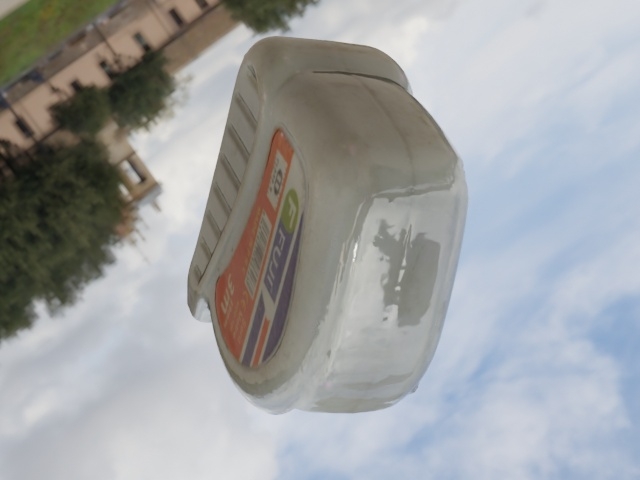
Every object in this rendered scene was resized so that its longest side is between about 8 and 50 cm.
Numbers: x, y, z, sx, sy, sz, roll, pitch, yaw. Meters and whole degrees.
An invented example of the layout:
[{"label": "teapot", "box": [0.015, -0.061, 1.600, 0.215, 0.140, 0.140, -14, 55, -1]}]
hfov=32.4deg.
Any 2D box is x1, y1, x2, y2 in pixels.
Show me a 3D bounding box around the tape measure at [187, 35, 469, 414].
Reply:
[{"label": "tape measure", "box": [0.000, 0.000, 0.801, 0.130, 0.258, 0.265, 2, -147, -25]}]
